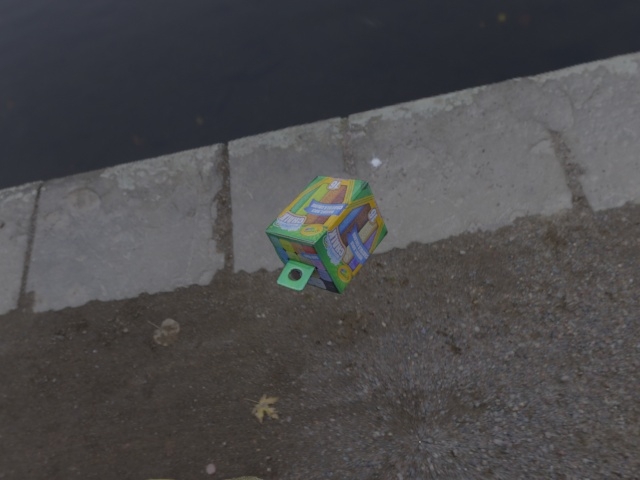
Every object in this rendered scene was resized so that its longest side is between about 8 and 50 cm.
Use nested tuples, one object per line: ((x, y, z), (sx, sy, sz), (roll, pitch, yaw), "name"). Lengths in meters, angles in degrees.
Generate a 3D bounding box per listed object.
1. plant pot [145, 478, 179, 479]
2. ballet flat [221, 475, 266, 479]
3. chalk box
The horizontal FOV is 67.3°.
((-0.217, 0.379, 0.646), (0.134, 0.134, 0.095), (-47, 109, -9), "plant pot")
((-0.088, 0.514, 0.920), (0.349, 0.123, 0.123), (-20, 57, 47), "ballet flat")
((0.000, 0.000, 0.874), (0.132, 0.132, 0.213), (13, 52, 41), "chalk box")
